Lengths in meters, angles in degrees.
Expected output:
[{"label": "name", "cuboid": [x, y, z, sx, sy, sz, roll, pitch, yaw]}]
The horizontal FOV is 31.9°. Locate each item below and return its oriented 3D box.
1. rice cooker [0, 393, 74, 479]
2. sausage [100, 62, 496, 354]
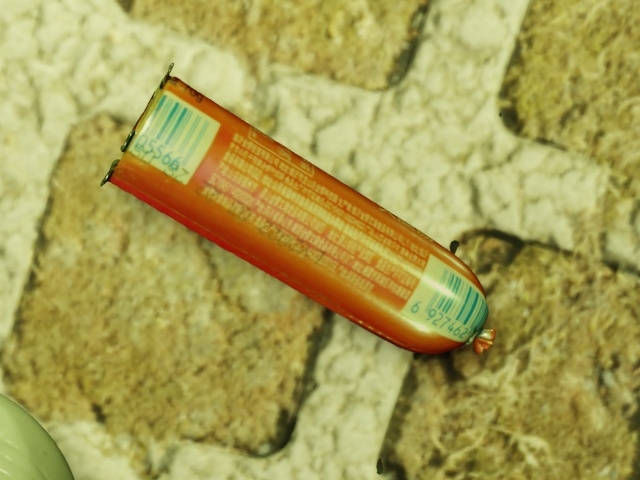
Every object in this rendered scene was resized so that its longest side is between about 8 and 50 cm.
[{"label": "rice cooker", "cuboid": [-0.240, 0.197, 0.585, 0.226, 0.244, 0.226, -4, 115, -9]}, {"label": "sausage", "cuboid": [0.000, 0.000, 0.671, 0.264, 0.083, 0.083, 32, 96, -16]}]
